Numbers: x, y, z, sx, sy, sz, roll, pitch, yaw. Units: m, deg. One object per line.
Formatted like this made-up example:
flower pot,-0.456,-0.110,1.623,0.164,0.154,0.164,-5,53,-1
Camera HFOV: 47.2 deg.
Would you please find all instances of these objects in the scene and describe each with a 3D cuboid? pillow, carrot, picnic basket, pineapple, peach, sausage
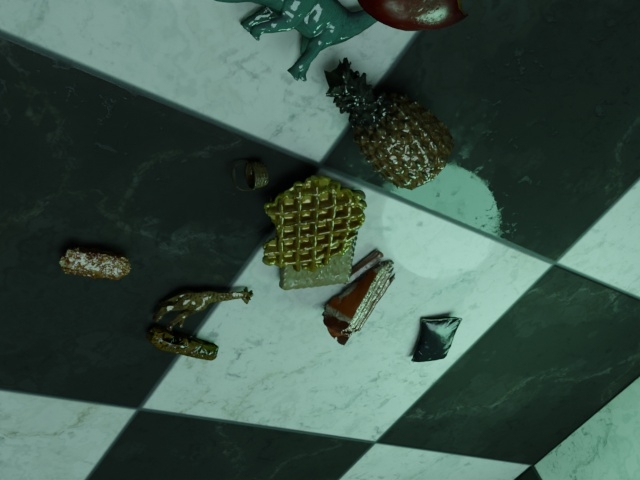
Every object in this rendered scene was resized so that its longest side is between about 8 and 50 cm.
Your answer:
pillow,0.387,0.332,2.452,0.141,0.055,0.208,-2,131,-10
carrot,-0.387,0.296,2.081,0.228,0.069,0.069,24,118,-39
picnic basket,-0.172,-0.154,1.745,0.083,0.072,0.072,-9,135,-27
pineapple,0.147,-0.274,1.679,0.202,0.202,0.362,-39,132,14
peach,0.156,-0.537,1.415,0.201,0.258,0.362,-16,147,18
sausage,0.121,0.079,2.113,0.147,0.035,0.030,-37,138,16

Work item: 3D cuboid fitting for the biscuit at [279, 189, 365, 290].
biscuit,0.000,0.000,1.977,0.217,0.044,0.325,-6,130,-15

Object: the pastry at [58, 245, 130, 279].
pastry,-0.552,0.051,1.787,0.169,0.063,0.087,14,116,-26

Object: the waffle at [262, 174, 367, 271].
waffle,-0.025,-0.038,1.867,0.281,0.058,0.301,11,125,-28

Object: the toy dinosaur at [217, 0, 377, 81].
toy dinosaur,0.005,-0.504,1.484,0.331,0.129,0.383,-46,134,9

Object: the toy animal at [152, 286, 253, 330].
toy animal,-0.323,0.173,2.002,0.275,0.054,0.149,-23,138,-2

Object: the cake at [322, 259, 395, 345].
cake,0.114,0.166,2.165,0.287,0.135,0.098,-48,129,-4
